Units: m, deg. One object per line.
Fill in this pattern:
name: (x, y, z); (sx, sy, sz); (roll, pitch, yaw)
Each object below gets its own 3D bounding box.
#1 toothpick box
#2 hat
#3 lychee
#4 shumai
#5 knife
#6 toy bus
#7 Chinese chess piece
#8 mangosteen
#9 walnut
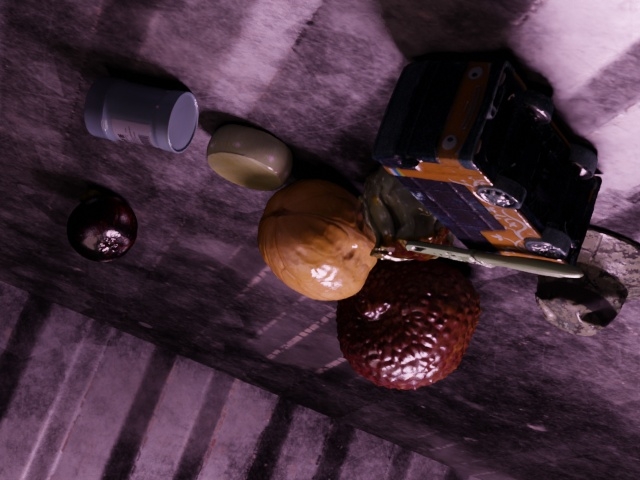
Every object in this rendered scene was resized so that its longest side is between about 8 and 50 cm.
toothpick box: (-0.284, -0.200, 1.981); (0.153, 0.101, 0.101); (14, 160, 19)
hat: (0.413, 0.078, 1.995); (0.265, 0.128, 0.265); (21, 159, 8)
lychee: (0.157, 0.144, 2.249); (0.260, 0.260, 0.260); (18, 161, 7)
shumai: (0.130, -0.020, 1.989); (0.184, 0.142, 0.184); (17, 157, 7)
knife: (0.237, 0.027, 1.744); (0.293, 0.020, 0.043); (10, 164, 38)
toy bus: (0.226, -0.098, 1.655); (0.194, 0.162, 0.323); (8, 160, 39)
Chinese chess piece: (-0.116, -0.136, 2.053); (0.144, 0.058, 0.144); (17, 161, 6)
mangosteen: (-0.451, -0.034, 2.576); (0.152, 0.152, 0.152); (18, 161, 7)
walnut: (0.000, 0.000, 2.093); (0.193, 0.193, 0.226); (0, 148, 45)
